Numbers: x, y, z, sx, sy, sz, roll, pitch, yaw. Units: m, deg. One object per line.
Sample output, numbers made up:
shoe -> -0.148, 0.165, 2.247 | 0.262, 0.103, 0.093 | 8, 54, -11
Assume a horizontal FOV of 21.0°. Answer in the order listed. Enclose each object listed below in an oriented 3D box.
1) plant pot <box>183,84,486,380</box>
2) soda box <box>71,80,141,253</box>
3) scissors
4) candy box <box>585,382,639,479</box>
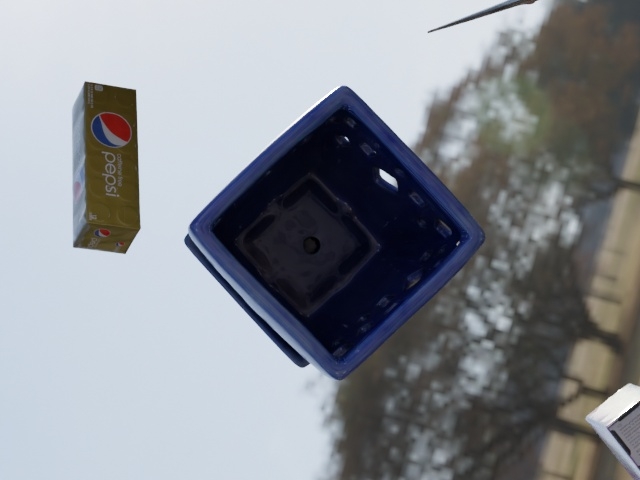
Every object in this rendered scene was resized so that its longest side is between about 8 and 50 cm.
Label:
plant pot -> 0.000, 0.000, 1.890 | 0.236, 0.236, 0.212 | -44, 5, -13
soda box -> -0.231, -0.078, 1.857 | 0.058, 0.061, 0.181 | 129, 143, -53
scissors -> 0.257, -0.291, 2.025 | 0.109, 0.297, 0.021 | -113, 9, -60
candy box -> 0.395, 0.267, 1.869 | 0.071, 0.233, 0.159 | -38, -1, -1
